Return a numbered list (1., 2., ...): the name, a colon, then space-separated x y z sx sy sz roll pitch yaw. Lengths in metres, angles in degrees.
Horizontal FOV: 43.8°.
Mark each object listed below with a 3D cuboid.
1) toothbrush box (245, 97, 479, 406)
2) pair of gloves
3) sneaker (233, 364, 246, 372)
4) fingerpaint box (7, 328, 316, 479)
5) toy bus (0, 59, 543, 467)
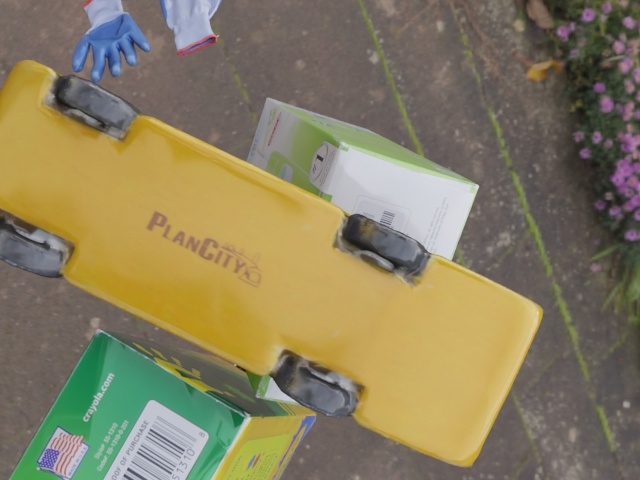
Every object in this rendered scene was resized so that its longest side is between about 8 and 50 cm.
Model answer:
1. toothbrush box: 0.000 0.000 0.720 0.122 0.283 0.206 15 102 -18
2. pair of gloves: -0.195 -0.256 0.915 0.023 0.198 0.159 65 6 -53
3. sneaker: -0.129 0.321 1.356 0.079 0.121 0.217 6 97 -10
4. fingerpaint box: -0.203 0.329 0.788 0.445 0.163 0.371 -61 167 -6
5. toy bus: -0.040 0.013 0.485 0.333 0.130 0.108 26 91 1
